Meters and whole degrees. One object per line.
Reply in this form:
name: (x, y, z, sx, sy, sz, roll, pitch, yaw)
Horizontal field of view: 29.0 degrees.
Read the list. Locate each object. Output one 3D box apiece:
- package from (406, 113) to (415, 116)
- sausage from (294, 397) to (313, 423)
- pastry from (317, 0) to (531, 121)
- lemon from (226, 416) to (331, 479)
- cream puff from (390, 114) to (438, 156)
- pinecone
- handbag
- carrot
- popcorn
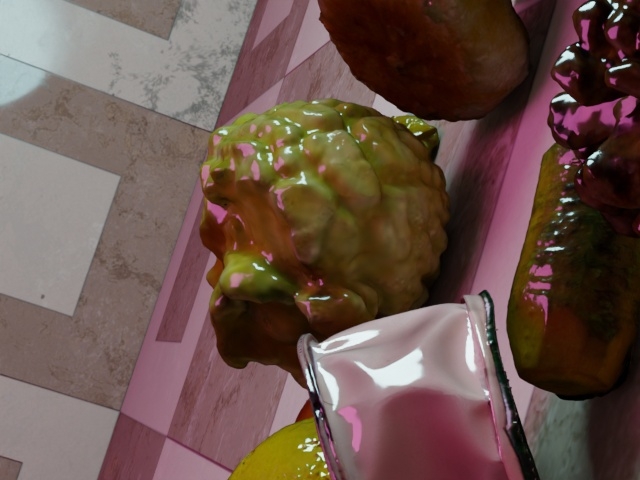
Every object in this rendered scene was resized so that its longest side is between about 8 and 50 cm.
package: (0.081, -0.101, 1.352, 0.037, 0.015, 0.110, -87, 22, -51)
sausage: (0.037, 0.152, 1.024, 0.238, 0.098, 0.098, -45, 29, 55)
pastry: (0.087, -0.184, 1.064, 0.182, 0.192, 0.093, 12, 54, 47)
lemon: (0.007, 0.215, 0.888, 0.206, 0.173, 0.173, -40, 30, 35)
cream puff: (0.080, -0.096, 1.260, 0.083, 0.058, 0.083, -56, 18, 39)
pinecone: (0.193, -0.070, 0.573, 0.179, 0.150, 0.195, -26, 1, -1)
handbag: (0.069, 0.127, 0.725, 0.205, 0.116, 0.179, -102, -7, -57)
carrot: (0.160, 0.010, 0.762, 0.082, 0.082, 0.173, 136, 148, -61)
popcorn: (0.000, 0.000, 1.116, 0.270, 0.224, 0.258, -143, 58, -68)
